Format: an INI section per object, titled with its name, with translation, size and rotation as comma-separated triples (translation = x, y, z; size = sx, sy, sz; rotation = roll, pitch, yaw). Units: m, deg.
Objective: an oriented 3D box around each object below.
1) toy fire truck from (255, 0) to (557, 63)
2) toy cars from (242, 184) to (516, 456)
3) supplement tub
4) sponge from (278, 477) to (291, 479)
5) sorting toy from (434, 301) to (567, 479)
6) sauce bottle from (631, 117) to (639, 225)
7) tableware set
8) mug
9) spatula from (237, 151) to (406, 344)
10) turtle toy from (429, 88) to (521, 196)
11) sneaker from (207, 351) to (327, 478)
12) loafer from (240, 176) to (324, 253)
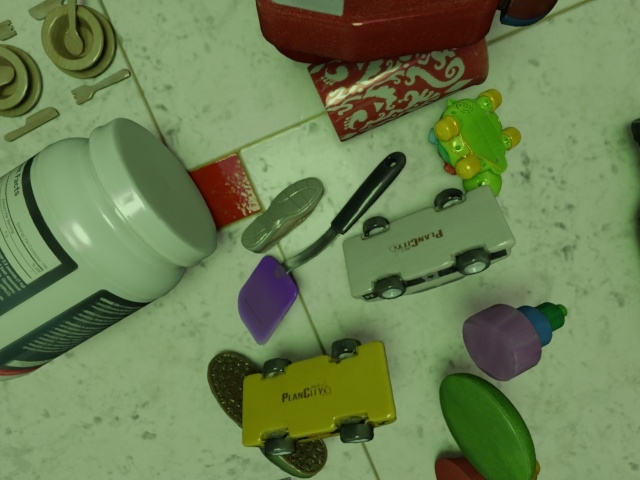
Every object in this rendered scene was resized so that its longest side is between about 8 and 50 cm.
[toy fire truck]
translation = 0.081, -0.277, 0.349
size = 0.254, 0.169, 0.302
rotation = 16, 69, 12
[toy cars]
translation = 0.067, 0.100, 0.478
size = 0.176, 0.087, 0.393
rotation = 32, 84, 41
[supplement tub]
translation = -0.275, 0.011, 0.446
size = 0.272, 0.191, 0.191
rotation = -30, 96, 5
[sponge]
translation = -0.126, 0.422, 0.579
size = 0.210, 0.031, 0.117
rotation = -17, 97, 4
[sorting toy]
translation = 0.226, 0.214, 0.477
size = 0.126, 0.127, 0.365
rotation = -18, 121, -20
[sauce bottle]
translation = 0.443, 0.015, 0.470
size = 0.111, 0.111, 0.344
rotation = -20, 95, 4
[tableware set]
translation = -0.345, -0.220, 0.492
size = 0.194, 0.039, 0.128
rotation = -25, 96, 5
[mug]
translation = 0.075, -0.201, 0.465
size = 0.169, 0.113, 0.150
rotation = -25, 52, 9
[spatula]
translation = 0.000, 0.000, 0.513
size = 0.296, 0.030, 0.084
rotation = -46, 56, 1
[turtle toy]
translation = 0.178, -0.106, 0.479
size = 0.095, 0.066, 0.130
rotation = -33, 99, -18
[sneaker]
translation = -0.077, 0.235, 0.533
size = 0.192, 0.086, 0.064
rotation = 37, 54, 19
[loafer]
translation = -0.044, -0.030, 0.516
size = 0.125, 0.039, 0.045
rotation = -40, 62, 3
